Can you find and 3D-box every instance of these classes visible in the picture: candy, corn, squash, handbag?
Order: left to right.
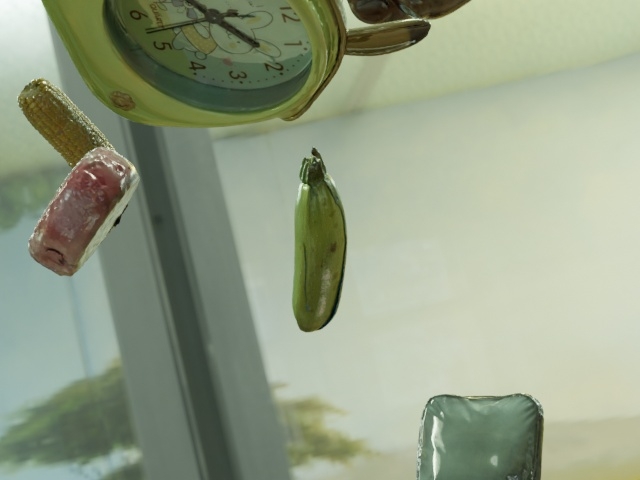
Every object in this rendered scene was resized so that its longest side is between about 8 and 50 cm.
[{"bbox_3d":[-0.359,-0.154,1.947,0.068,0.068,0.207,-17,-42,21],"label":"corn"},{"bbox_3d":[-0.176,-0.021,1.018,0.103,0.043,0.103,-58,2,3],"label":"candy"},{"bbox_3d":[0.000,0.000,2.179,0.095,0.340,0.094,1,30,-1],"label":"squash"},{"bbox_3d":[0.227,0.373,2.001,0.192,0.332,0.075,-2,-35,19],"label":"handbag"}]

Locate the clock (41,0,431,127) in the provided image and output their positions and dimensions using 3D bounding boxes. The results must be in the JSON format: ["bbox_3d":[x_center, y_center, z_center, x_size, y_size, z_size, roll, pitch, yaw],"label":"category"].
[{"bbox_3d":[-0.053,-0.146,0.839,0.232,0.069,0.170,2,-38,18],"label":"clock"}]

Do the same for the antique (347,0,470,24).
[{"bbox_3d":[0.155,-0.324,1.456,0.257,0.121,0.143,-37,22,-31],"label":"antique"}]
